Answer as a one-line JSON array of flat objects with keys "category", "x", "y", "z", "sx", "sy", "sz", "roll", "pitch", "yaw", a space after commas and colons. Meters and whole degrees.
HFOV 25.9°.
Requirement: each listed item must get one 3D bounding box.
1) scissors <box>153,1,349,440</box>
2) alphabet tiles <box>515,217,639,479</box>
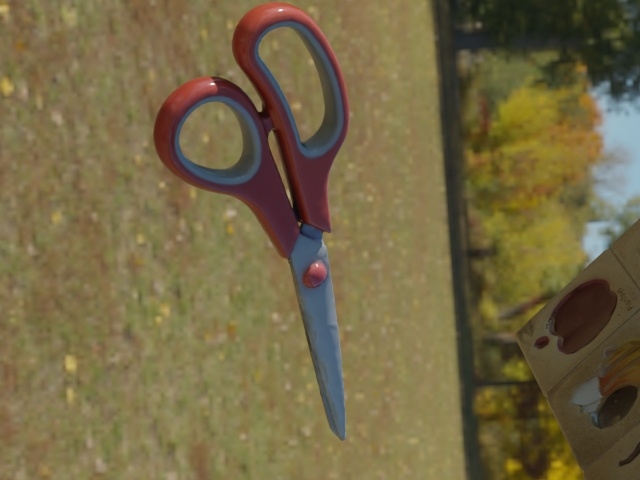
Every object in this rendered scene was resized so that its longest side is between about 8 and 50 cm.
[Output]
[{"category": "scissors", "x": 0.000, "y": 0.000, "z": 0.789, "sx": 0.021, "sy": 0.109, "sz": 0.297, "roll": 36, "pitch": -19, "yaw": 47}, {"category": "alphabet tiles", "x": 0.139, "y": 0.009, "z": 0.293, "sx": 0.009, "sy": 0.198, "sz": 0.237, "roll": 41, "pitch": 14, "yaw": -20}]
